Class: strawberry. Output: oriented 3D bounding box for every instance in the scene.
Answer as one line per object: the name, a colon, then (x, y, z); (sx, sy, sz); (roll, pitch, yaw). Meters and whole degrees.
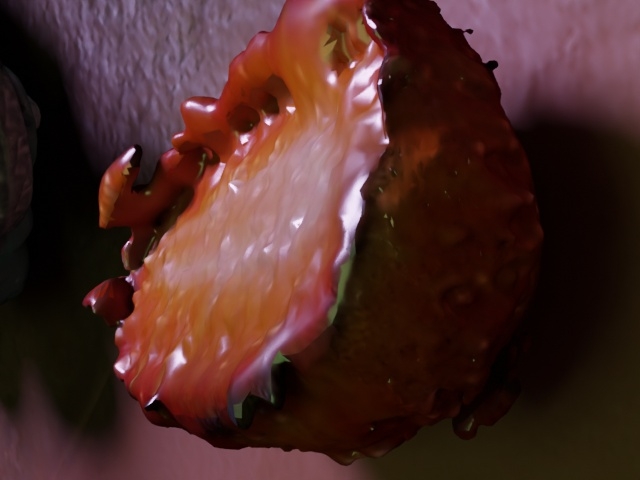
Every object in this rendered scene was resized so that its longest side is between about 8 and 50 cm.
strawberry: (0.000, 0.000, 0.437); (0.188, 0.082, 0.121); (-11, 68, 64)

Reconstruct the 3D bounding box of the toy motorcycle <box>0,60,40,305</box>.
toy motorcycle: (-0.191, -0.054, 0.677); (0.296, 0.109, 0.198); (44, 140, 39)
